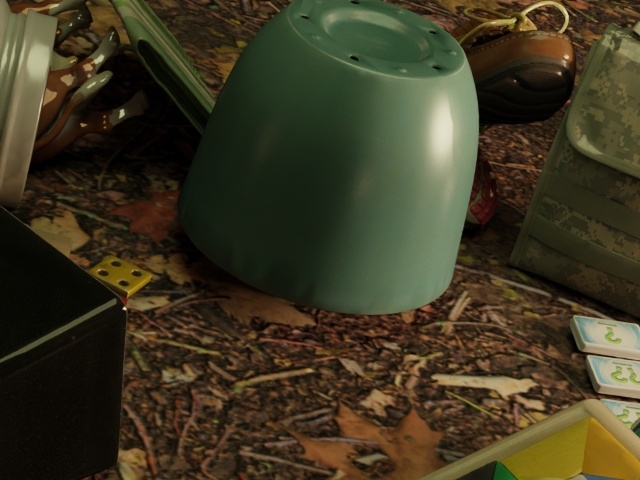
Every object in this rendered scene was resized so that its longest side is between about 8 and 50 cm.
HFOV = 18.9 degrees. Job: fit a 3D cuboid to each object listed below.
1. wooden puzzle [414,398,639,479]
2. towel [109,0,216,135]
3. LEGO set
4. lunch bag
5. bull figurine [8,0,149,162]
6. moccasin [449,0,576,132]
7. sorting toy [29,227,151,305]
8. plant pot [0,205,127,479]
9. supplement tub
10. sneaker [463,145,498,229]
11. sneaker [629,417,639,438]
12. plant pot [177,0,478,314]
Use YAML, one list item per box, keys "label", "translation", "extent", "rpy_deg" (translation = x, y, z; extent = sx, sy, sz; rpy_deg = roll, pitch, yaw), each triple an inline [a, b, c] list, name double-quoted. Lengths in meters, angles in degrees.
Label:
- label: "wooden puzzle"
  translation: [0.221, 0.235, 1.662]
  extent: [0.239, 0.044, 0.221]
  rpy_deg: [-19, 42, -27]
- label: "towel"
  translation: [-0.188, -0.217, 2.143]
  extent: [0.248, 0.038, 0.325]
  rpy_deg: [51, 4, -41]
- label: "LEGO set"
  translation: [0.392, 0.139, 1.956]
  extent: [0.244, 0.060, 0.182]
  rpy_deg: [9, 33, -14]
- label: "lunch bag"
  translation: [0.365, -0.071, 2.068]
  extent: [0.235, 0.287, 0.169]
  rpy_deg: [24, 29, 10]
- label: "bull figurine"
  translation: [-0.323, -0.200, 2.096]
  extent: [0.188, 0.101, 0.310]
  rpy_deg: [-25, 50, -11]
- label: "moccasin"
  translation: [0.203, -0.205, 2.192]
  extent: [0.139, 0.147, 0.380]
  rpy_deg: [10, -3, -5]
- label: "sorting toy"
  translation: [-0.298, 0.035, 1.779]
  extent: [0.275, 0.046, 0.132]
  rpy_deg: [13, 29, -6]
- label: "plant pot"
  translation: [-0.281, 0.107, 1.542]
  extent: [0.188, 0.187, 0.167]
  rpy_deg: [34, 46, 28]
- label: "supplement tub"
  translation: [-0.426, -0.155, 1.854]
  extent: [0.316, 0.228, 0.228]
  rpy_deg: [11, 29, -9]
- label: "sneaker"
  translation: [0.065, -0.102, 2.160]
  extent: [0.299, 0.112, 0.121]
  rpy_deg: [32, 36, 1]
- label: "sneaker"
  translation: [0.398, 0.248, 1.752]
  extent: [0.275, 0.107, 0.110]
  rpy_deg: [25, 49, 24]
- label: "plant pot"
  translation: [0.025, -0.103, 1.909]
  extent: [0.293, 0.235, 0.293]
  rpy_deg: [13, 30, -7]
